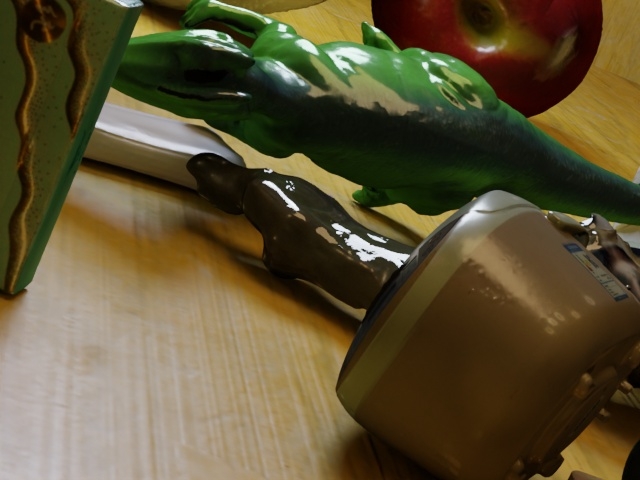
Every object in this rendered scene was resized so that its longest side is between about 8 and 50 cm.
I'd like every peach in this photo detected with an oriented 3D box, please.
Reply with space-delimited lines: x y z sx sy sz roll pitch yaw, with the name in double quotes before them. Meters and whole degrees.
"peach" 0.209 -0.282 2.173 0.281 0.281 0.338 25 18 4

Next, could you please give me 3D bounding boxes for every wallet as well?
"wallet" -0.139 -0.073 1.269 0.190 0.033 0.095 16 17 -29

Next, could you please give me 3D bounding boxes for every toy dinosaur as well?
"toy dinosaur" 0.118 -0.075 1.275 0.499 0.144 0.374 13 2 9

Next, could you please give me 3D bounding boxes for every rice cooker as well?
"rice cooker" 0.090 0.054 0.933 0.127 0.145 0.206 42 16 20

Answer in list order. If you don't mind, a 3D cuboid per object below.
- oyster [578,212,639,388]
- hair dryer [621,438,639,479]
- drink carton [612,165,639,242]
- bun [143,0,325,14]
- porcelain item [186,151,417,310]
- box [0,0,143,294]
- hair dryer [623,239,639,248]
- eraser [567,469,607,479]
"oyster" 0.255 0.067 1.249 0.351 0.115 0.238 17 5 -45
"hair dryer" 0.240 0.175 0.943 0.100 0.057 0.198 17 23 -27
"drink carton" 0.442 0.021 1.738 0.130 0.107 0.315 11 18 -47
"bun" -0.068 -0.385 1.986 0.348 0.227 0.352 -7 21 -9
"porcelain item" 0.000 0.000 1.141 0.215 0.069 0.081 30 27 22
"box" -0.224 -0.091 0.910 0.229 0.162 0.041 24 14 2
"hair dryer" 0.233 0.029 1.518 0.199 0.067 0.167 0 13 -25
"eraser" 0.159 0.154 0.909 0.065 0.026 0.105 23 13 -16
